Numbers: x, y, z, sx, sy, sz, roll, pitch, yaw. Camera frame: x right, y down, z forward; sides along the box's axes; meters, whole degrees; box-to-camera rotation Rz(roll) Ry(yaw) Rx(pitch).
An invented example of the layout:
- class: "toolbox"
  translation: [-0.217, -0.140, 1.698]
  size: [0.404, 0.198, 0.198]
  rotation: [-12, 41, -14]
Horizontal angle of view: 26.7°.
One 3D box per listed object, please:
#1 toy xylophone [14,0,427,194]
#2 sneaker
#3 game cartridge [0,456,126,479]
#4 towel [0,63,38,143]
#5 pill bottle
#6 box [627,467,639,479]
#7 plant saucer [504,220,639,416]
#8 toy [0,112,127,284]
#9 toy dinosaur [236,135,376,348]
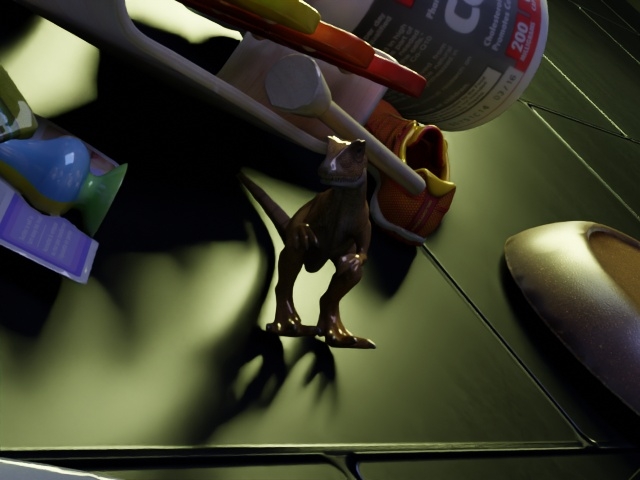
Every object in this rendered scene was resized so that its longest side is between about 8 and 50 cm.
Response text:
- class: "toy xylophone"
  translation: [-0.049, -0.118, 0.753]
  size: [0.236, 0.081, 0.323]
  rotation: [26, 1, 21]
- class: "sneaker"
  translation: [0.064, -0.061, 0.959]
  size: [0.064, 0.067, 0.175]
  rotation: [25, 23, -25]
- class: "game cartridge"
  translation: [-0.039, 0.157, 0.389]
  size: [0.294, 0.060, 0.196]
  rotation: [23, 22, -33]
- class: "towel"
  translation: [-0.223, -0.059, 0.490]
  size: [0.237, 0.021, 0.102]
  rotation: [-16, 58, -46]
- class: "pill bottle"
  translation: [0.034, -0.196, 1.052]
  size: [0.283, 0.161, 0.161]
  rotation: [16, 30, -43]
- class: "box"
  translation: [0.213, 0.157, 0.760]
  size: [0.083, 0.062, 0.052]
  rotation: [44, 24, 16]
- class: "plant saucer"
  translation: [0.276, 0.080, 1.010]
  size: [0.311, 0.050, 0.310]
  rotation: [33, 20, -13]
- class: "toy"
  translation: [-0.193, -0.079, 0.614]
  size: [0.237, 0.056, 0.137]
  rotation: [32, 22, -15]
- class: "toy dinosaur"
  translation: [0.000, 0.000, 0.722]
  size: [0.064, 0.112, 0.211]
  rotation: [8, -12, -15]
